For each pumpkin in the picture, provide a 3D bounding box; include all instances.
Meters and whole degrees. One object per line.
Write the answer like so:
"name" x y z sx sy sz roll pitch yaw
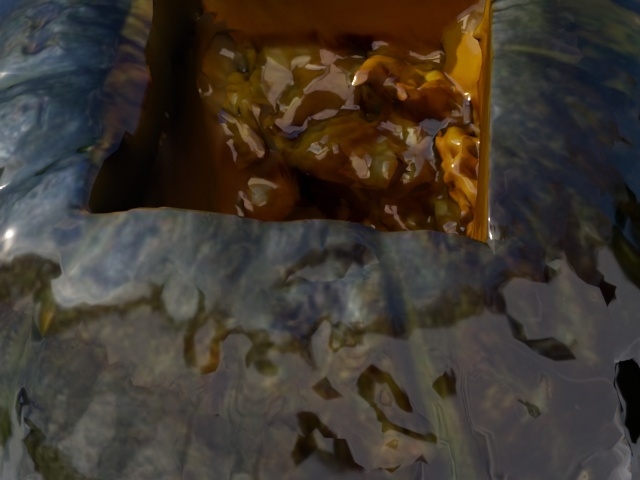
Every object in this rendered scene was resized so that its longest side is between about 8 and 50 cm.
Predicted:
"pumpkin" 0.000 0.000 0.549 0.320 0.320 0.192 -5 -36 3
